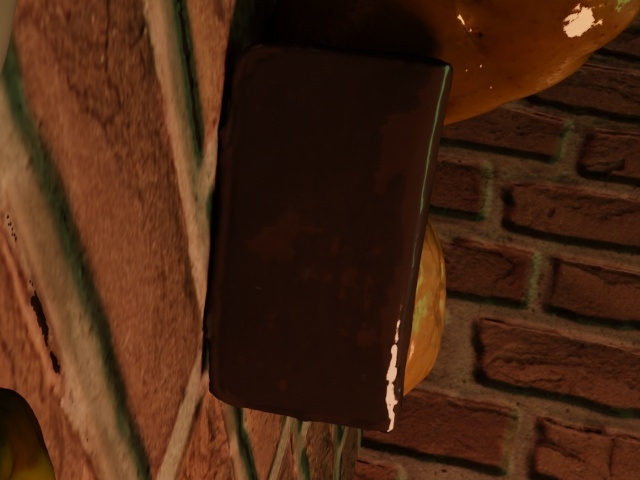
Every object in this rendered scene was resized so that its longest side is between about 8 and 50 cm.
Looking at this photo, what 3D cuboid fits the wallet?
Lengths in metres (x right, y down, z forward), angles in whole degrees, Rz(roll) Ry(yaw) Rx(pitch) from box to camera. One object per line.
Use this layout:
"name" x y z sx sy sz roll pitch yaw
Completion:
"wallet" 0.000 0.000 0.999 0.042 0.165 0.309 -68 165 -67

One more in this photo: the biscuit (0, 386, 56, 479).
"biscuit" -0.114 0.253 0.458 0.350 0.070 0.394 99 -13 -53

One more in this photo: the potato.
"potato" 0.106 -0.199 0.993 0.195 0.369 0.176 43 35 -28

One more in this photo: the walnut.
"walnut" 0.025 0.045 1.189 0.193 0.193 0.225 -58 153 -68

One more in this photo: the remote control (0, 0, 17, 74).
"remote control" -0.140 -0.041 0.488 0.050 0.027 0.184 20 81 -82
